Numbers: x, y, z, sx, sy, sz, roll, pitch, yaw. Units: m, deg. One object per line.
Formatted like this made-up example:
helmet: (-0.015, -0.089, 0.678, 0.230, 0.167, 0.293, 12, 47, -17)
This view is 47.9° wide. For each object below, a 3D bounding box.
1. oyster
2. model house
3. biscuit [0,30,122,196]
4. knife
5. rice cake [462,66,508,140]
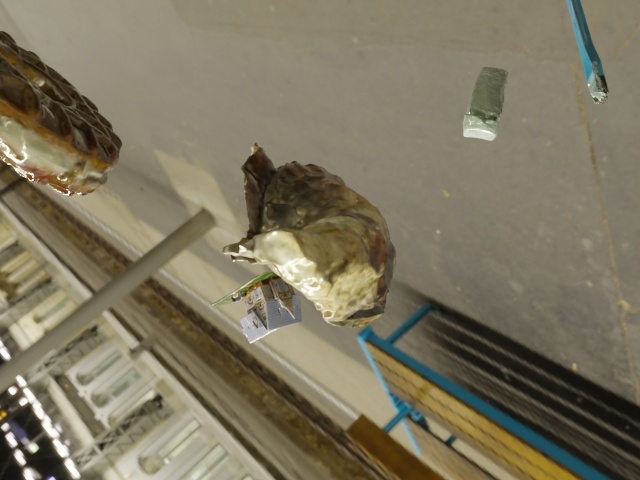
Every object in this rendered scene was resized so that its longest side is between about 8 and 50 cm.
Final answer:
oyster: (0.007, -0.008, 0.682, 0.275, 0.100, 0.271, 28, -165, -41)
model house: (-0.098, 0.119, 1.263, 0.167, 0.117, 0.088, -31, 75, 38)
biscuit: (-0.413, -0.191, 0.975, 0.332, 0.103, 0.332, 43, -174, -6)
knife: (0.468, -0.356, 1.272, 0.044, 0.026, 0.297, 82, -174, -62)
rice cake: (0.317, -0.266, 1.376, 0.066, 0.336, 0.063, 12, 118, 12)
